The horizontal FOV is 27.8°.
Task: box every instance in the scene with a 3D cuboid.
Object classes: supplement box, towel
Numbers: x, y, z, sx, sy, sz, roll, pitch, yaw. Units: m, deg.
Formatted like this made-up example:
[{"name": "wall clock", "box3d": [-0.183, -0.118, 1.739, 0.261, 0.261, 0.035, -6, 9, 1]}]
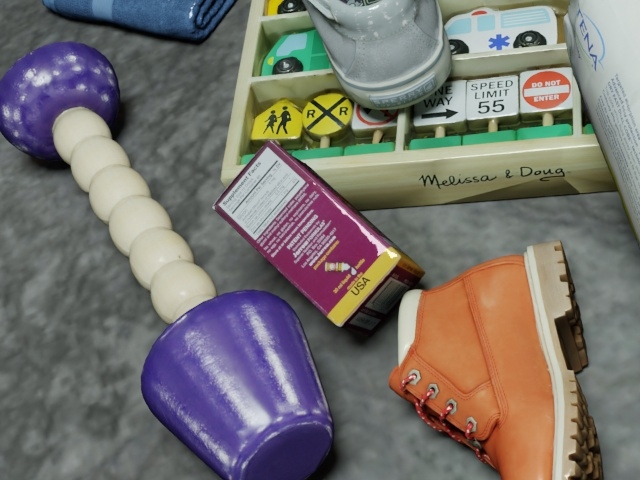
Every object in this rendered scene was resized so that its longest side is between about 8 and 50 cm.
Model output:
[{"name": "supplement box", "box3d": [0.000, 0.000, 0.589, 0.083, 0.055, 0.043, 43, 95, 19]}, {"name": "towel", "box3d": [-0.108, -0.156, 0.777, 0.119, 0.029, 0.067, 16, 60, 26]}]

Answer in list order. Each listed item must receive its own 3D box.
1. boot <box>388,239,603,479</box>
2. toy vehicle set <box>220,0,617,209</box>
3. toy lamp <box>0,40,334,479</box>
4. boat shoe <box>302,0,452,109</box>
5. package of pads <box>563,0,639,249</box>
[{"name": "boot", "box3d": [0.071, 0.073, 0.536, 0.085, 0.059, 0.158, -12, 43, 12]}, {"name": "toy vehicle set", "box3d": [0.090, -0.096, 0.668, 0.267, 0.035, 0.166, -5, 53, 13]}, {"name": "toy lamp", "box3d": [-0.080, 0.007, 0.615, 0.080, 0.080, 0.274, -32, 50, -9]}, {"name": "boat shoe", "box3d": [0.012, -0.169, 0.669, 0.079, 0.081, 0.227, -20, 51, 2]}, {"name": "package of pads", "box3d": [0.266, -0.049, 0.508, 0.297, 0.101, 0.229, -17, 67, 3]}]
